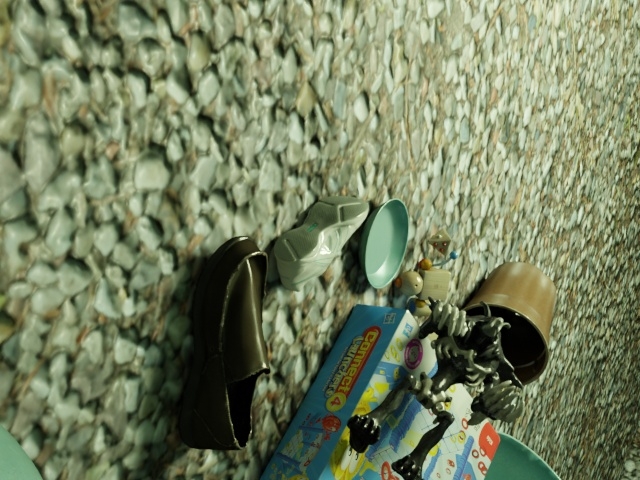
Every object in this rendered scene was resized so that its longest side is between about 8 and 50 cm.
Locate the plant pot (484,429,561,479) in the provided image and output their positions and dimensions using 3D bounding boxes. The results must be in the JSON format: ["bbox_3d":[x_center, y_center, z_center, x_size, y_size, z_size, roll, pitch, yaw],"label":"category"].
[{"bbox_3d":[0.301,0.503,1.546,0.195,0.290,0.290,-48,160,25],"label":"plant pot"}]

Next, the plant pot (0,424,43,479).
[{"bbox_3d":[-0.256,0.225,0.512,0.293,0.196,0.293,-33,129,-51],"label":"plant pot"}]

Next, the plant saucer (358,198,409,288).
[{"bbox_3d":[0.079,0.002,1.166,0.119,0.021,0.119,-32,129,-52],"label":"plant saucer"}]

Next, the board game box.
[{"bbox_3d":[0.083,0.294,1.150,0.308,0.086,0.302,52,55,-35],"label":"board game box"}]

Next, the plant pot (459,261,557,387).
[{"bbox_3d":[0.316,0.130,1.500,0.165,0.167,0.167,-50,142,-49],"label":"plant pot"}]

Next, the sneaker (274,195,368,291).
[{"bbox_3d":[0.000,0.000,1.009,0.152,0.053,0.061,-39,143,-38],"label":"sneaker"}]

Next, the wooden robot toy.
[{"bbox_3d":[0.136,0.066,1.272,0.079,0.076,0.173,2,102,-24],"label":"wooden robot toy"}]

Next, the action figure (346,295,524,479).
[{"bbox_3d":[0.160,0.158,1.054,0.275,0.164,0.141,-44,-179,-32],"label":"action figure"}]

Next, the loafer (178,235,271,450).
[{"bbox_3d":[-0.078,0.106,0.883,0.080,0.078,0.220,-7,108,-59],"label":"loafer"}]
